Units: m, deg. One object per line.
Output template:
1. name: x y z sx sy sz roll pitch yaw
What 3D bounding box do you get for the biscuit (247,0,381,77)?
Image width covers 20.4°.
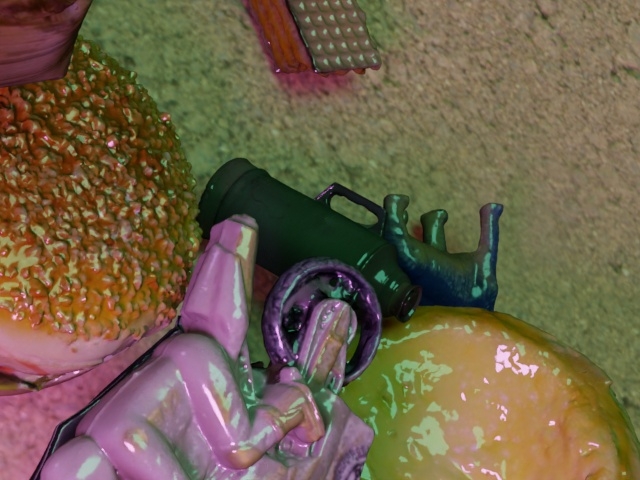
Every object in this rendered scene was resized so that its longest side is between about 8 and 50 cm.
1. biscuit: -0.053 -0.308 1.608 0.094 0.054 0.378 -12 72 -39

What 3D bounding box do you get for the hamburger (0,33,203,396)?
1. hamburger: -0.221 -0.029 1.263 0.302 0.170 0.302 16 57 -26

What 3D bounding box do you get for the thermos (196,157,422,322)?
1. thermos: -0.002 0.004 1.401 0.188 0.073 0.083 30 59 24

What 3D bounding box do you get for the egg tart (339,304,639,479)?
1. egg tart: 0.099 0.191 1.363 0.315 0.120 0.315 4 55 -6

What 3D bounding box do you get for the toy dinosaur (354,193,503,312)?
1. toy dinosaur: 0.093 0.056 1.503 0.248 0.075 0.188 7 69 -38

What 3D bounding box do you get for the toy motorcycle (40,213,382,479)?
1. toy motorcycle: -0.077 0.152 1.205 0.223 0.108 0.340 25 76 -27

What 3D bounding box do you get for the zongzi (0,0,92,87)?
1. zongzi: -0.421 -0.278 1.102 0.500 0.218 0.467 -13 75 -10

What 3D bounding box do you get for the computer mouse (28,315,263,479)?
1. computer mouse: -0.131 0.155 1.280 0.126 0.071 0.231 51 61 -11
